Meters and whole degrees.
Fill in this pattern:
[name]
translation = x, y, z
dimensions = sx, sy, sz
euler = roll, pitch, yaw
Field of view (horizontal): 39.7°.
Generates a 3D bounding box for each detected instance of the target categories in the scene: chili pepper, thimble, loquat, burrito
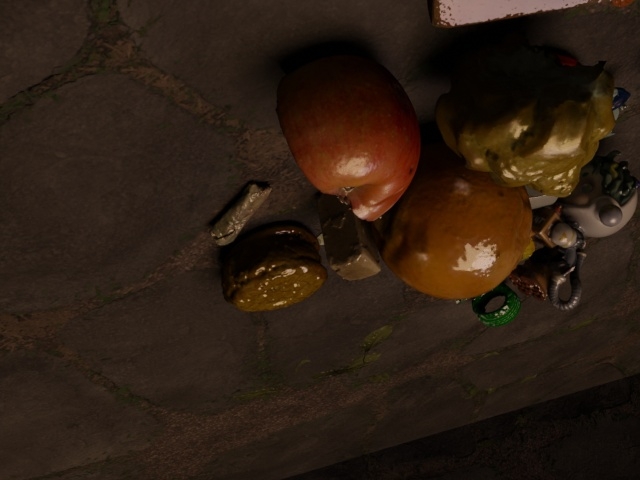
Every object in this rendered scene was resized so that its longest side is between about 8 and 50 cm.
[chili pepper]
translation = 0.478, -0.322, 1.736
dimensions = 0.169, 0.065, 0.088
euler = -2, 160, -44
[thimble]
translation = 0.503, 0.184, 2.553
dimensions = 0.130, 0.118, 0.090
euler = -46, 144, 5
[loquat]
translation = 0.259, -0.042, 1.779
dimensions = 0.328, 0.328, 0.328
euler = -17, 151, -10
[burrito]
translation = -0.161, -0.054, 1.757
dimensions = 0.051, 0.042, 0.171
euler = 19, 131, -37

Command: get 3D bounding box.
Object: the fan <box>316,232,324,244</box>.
[fan]
translation = 0.005, -0.006, 1.995
dimensions = 0.080, 0.003, 0.060
euler = -8, 148, -25

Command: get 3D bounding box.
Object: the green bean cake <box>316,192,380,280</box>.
[green bean cake]
translation = 0.058, -0.016, 1.826
dimensions = 0.085, 0.179, 0.109
euler = -19, 156, 19

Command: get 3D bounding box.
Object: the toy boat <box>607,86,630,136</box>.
[toy boat]
translation = 0.575, -0.248, 1.914
dimensions = 0.220, 0.067, 0.291
euler = -23, 157, 25

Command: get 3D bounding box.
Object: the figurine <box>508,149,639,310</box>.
[figurine]
translation = 0.574, -0.046, 2.025
dimensions = 0.382, 0.261, 0.186
euler = -46, 129, -10

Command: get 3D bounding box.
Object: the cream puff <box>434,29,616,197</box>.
[cream puff]
translation = 0.352, -0.193, 1.565
dimensions = 0.274, 0.323, 0.269
euler = -28, 132, -20

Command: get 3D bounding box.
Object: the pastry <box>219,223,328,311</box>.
[pastry]
translation = -0.105, 0.076, 1.922
dimensions = 0.235, 0.132, 0.240
euler = -40, 145, 28

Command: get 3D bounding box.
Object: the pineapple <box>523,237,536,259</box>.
[pineapple]
translation = 0.378, -0.009, 2.150
dimensions = 0.334, 0.158, 0.161
euler = -18, 113, -17

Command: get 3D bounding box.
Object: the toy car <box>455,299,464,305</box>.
[toy car]
translation = 0.378, 0.109, 2.378
dimensions = 0.090, 0.076, 0.224
euler = -30, 158, 10

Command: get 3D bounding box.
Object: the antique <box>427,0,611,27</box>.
[antique]
translation = 0.315, -0.411, 1.376
dimensions = 0.310, 0.093, 0.087
euler = -10, 144, 2

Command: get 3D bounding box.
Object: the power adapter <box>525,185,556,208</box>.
[power adapter]
translation = 0.447, -0.146, 1.876
dimensions = 0.130, 0.125, 0.205
euler = -11, 168, 3

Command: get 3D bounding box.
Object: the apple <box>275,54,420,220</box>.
[apple]
translation = 0.077, -0.187, 1.476
dimensions = 0.163, 0.251, 0.293
euler = -28, 153, 29

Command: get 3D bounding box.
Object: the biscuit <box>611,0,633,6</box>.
[biscuit]
translation = 0.571, -0.460, 1.609
dimensions = 0.078, 0.015, 0.091
euler = -2, 146, -32
